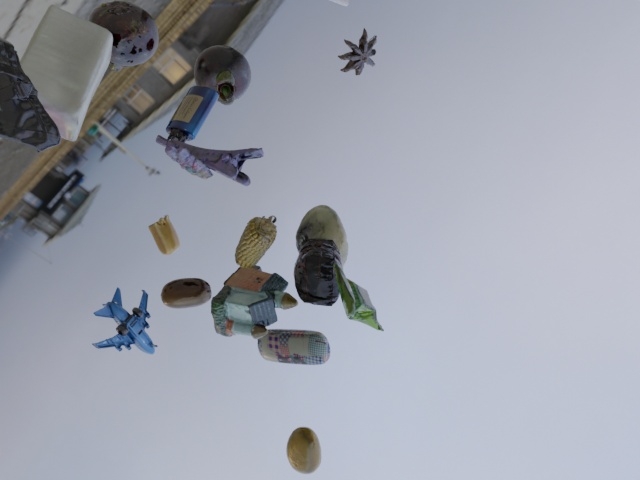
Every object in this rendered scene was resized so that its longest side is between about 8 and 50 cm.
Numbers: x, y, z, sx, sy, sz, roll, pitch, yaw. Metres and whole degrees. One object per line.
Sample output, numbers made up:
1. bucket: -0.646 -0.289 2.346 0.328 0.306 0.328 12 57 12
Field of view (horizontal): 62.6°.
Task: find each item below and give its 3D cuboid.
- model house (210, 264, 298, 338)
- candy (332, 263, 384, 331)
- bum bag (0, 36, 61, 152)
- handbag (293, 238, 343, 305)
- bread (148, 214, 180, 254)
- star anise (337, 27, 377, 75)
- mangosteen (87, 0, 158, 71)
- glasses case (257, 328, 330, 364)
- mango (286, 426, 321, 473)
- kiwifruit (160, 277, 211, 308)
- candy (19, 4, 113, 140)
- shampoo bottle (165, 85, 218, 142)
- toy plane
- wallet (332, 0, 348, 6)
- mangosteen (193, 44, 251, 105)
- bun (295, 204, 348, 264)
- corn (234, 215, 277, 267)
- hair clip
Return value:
1. model house: -0.203 0.225 1.830 0.290 0.185 0.253 5 -148 29
2. candy: 0.097 0.168 1.422 0.069 0.246 0.149 -32 -124 16
3. bum bag: -0.657 -0.315 1.099 0.074 0.310 0.137 -39 168 33
4. handbag: -0.006 0.091 1.645 0.215 0.155 0.170 -95 -168 -74
5. bread: -0.698 -0.023 2.382 0.085 0.173 0.134 -29 -170 -39
6. star anise: 0.112 -0.530 1.507 0.141 0.141 0.042 -42 -130 11
7. mangosteen: -0.689 -0.695 1.846 0.232 0.231 0.289 -65 -175 -31
8. glasses case: -0.107 0.401 1.998 0.327 0.125 0.076 -5 -171 33
9. mango: -0.051 0.711 1.796 0.098 0.137 0.195 -23 141 -43
10. kiwifruit: -0.335 0.131 1.314 0.124 0.076 0.075 -4 -153 -10
11. candy: -0.752 -0.488 1.532 0.145 0.207 0.359 -34 -140 50
12. shampoo bottle: -0.335 -0.316 1.348 0.087 0.050 0.183 14 -116 17
13. toy plane: -0.653 0.300 1.817 0.105 0.271 0.254 -12 -146 41
14. wallet: 0.028 -0.696 1.472 0.025 0.122 0.061 -27 -106 42
15. mangosteen: -0.359 -0.600 1.950 0.216 0.216 0.216 -36 -151 23
16. bun: 0.000 0.005 1.994 0.168 0.273 0.273 -13 -164 -22
17. corn: -0.211 0.008 1.661 0.106 0.106 0.293 -64 -170 -29
18. hair clip: -0.271 -0.190 1.230 0.278 0.137 0.091 9 -102 21
